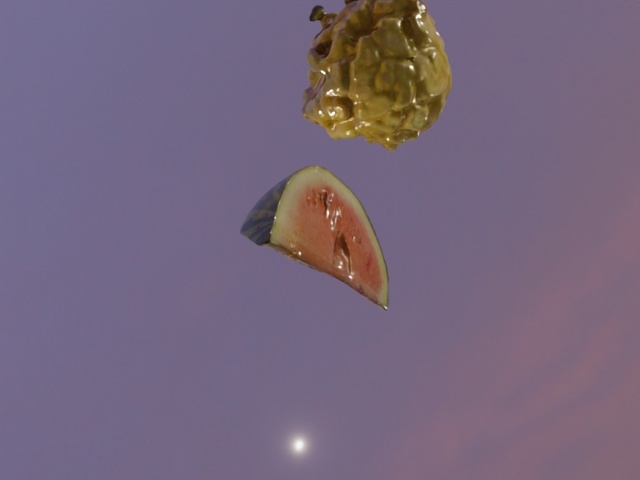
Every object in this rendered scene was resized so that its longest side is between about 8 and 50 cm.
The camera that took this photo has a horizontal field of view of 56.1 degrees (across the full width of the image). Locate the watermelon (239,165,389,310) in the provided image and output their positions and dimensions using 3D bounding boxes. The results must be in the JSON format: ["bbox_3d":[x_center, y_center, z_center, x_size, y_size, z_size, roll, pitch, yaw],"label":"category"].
[{"bbox_3d":[-0.023,-0.001,0.836,0.128,0.159,0.303,-17,-28,27],"label":"watermelon"}]

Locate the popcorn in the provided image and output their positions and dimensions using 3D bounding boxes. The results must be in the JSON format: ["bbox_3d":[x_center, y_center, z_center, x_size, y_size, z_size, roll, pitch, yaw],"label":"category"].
[{"bbox_3d":[0.055,-0.182,0.636,0.170,0.180,0.180,42,-83,-18],"label":"popcorn"}]
